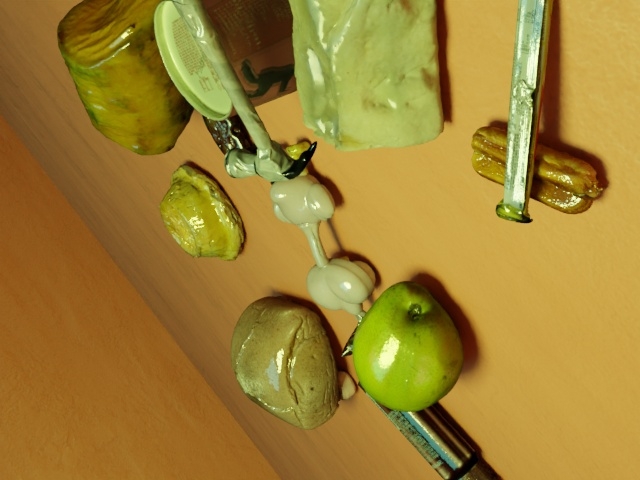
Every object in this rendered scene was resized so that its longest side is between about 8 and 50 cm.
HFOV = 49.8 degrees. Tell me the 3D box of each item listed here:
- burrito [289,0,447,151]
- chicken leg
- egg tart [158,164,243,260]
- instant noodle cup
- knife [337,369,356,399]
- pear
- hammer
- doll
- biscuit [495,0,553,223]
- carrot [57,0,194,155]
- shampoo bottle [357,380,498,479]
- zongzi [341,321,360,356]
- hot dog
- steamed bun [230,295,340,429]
[{"bbox_3d":[0.034,-0.268,0.813,0.190,0.135,0.332,28,144,41],"label":"burrito"},{"bbox_3d":[-0.153,-0.190,1.339,0.253,0.051,0.106,48,149,7],"label":"chicken leg"},{"bbox_3d":[-0.298,-0.053,1.689,0.288,0.118,0.288,36,145,30],"label":"egg tart"},{"bbox_3d":[-0.114,-0.293,0.992,0.234,0.178,0.235,38,149,29],"label":"instant noodle cup"},{"bbox_3d":[0.003,0.363,1.757,0.081,0.043,0.336,61,157,0],"label":"knife"},{"bbox_3d":[0.144,0.172,1.128,0.187,0.187,0.220,36,131,34],"label":"pear"},{"bbox_3d":[-0.136,-0.228,0.836,0.152,0.044,0.427,4,141,34],"label":"hammer"},{"bbox_3d":[-0.001,0.001,1.254,0.160,0.094,0.365,-6,118,50],"label":"doll"},{"bbox_3d":[0.212,-0.150,0.715,0.048,0.026,0.292,22,127,37],"label":"biscuit"},{"bbox_3d":[-0.347,-0.343,1.264,0.241,0.241,0.341,43,155,23],"label":"carrot"},{"bbox_3d":[0.212,0.373,1.355,0.323,0.084,0.129,46,157,17],"label":"shampoo bottle"},{"bbox_3d":[0.083,0.202,1.416,0.083,0.073,0.067,-40,84,25],"label":"zongzi"},{"bbox_3d":[0.242,-0.082,0.787,0.165,0.045,0.071,32,145,40],"label":"hot dog"},{"bbox_3d":[-0.096,0.292,1.606,0.251,0.199,0.301,25,133,59],"label":"steamed bun"}]
